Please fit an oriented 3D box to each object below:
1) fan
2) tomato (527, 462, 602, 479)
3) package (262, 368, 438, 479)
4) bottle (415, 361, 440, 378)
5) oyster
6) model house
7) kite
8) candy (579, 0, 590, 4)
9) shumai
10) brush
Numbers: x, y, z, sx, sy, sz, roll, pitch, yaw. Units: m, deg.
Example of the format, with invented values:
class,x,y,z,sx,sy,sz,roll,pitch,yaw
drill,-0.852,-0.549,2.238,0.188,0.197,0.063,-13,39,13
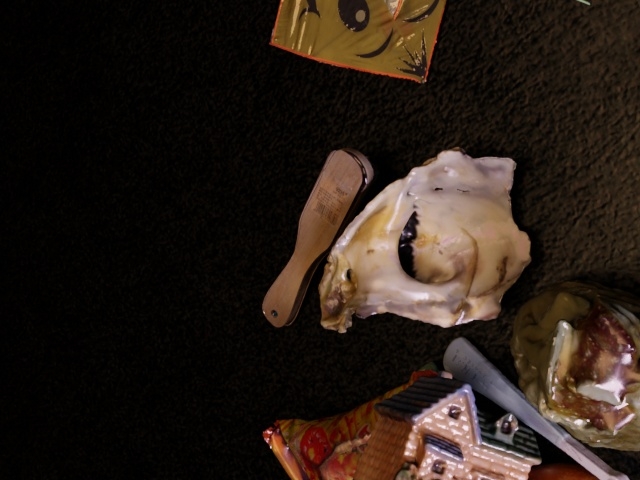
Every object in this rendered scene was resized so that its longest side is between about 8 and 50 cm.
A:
class,x,y,z,sx,sy,sz,roll,pitch,yaw
fan,0.257,0.216,1.111,0.282,0.023,0.057,40,118,36
tomato,0.295,0.390,1.076,0.236,0.095,0.237,6,99,37
package,0.074,0.307,1.224,0.288,0.108,0.223,-21,90,26
bottle,0.159,0.203,1.195,0.030,0.030,0.083,-42,71,32
oyster,0.133,0.014,1.151,0.271,0.100,0.275,18,94,32
model house,0.159,0.245,1.061,0.172,0.183,0.166,-68,13,-15
kite,0.066,-0.348,1.210,0.377,0.013,0.327,-35,75,34
candy,0.276,-0.291,1.054,0.083,0.023,0.025,30,155,24
shumai,0.306,0.149,0.969,0.256,0.218,0.189,14,99,32
brush,0.000,0.000,1.281,0.070,0.065,0.327,42,128,19
